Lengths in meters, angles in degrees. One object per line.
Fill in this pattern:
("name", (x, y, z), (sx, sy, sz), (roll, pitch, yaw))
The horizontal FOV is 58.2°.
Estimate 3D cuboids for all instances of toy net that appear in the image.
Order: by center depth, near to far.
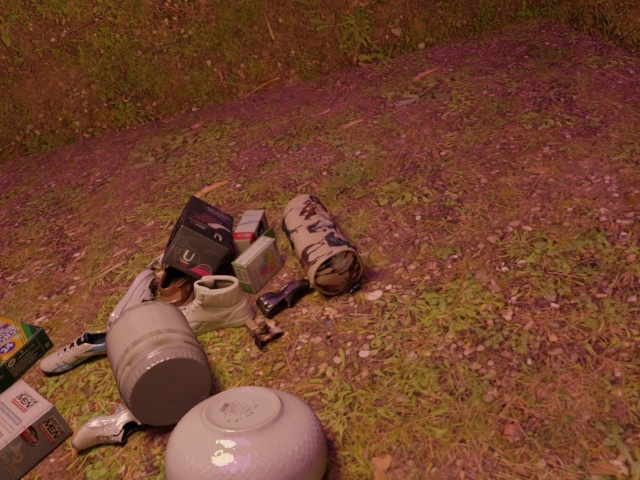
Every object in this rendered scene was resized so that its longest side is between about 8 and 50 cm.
("toy net", (-0.496, 0.034, 1.999), (0.232, 0.045, 0.122), (-39, 6, -16))

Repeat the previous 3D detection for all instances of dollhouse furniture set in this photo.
("dollhouse furniture set", (-0.156, 0.226, 1.593), (0.081, 0.091, 0.114), (-13, 27, -26))

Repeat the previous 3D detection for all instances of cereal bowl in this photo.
("cereal bowl", (-0.154, 0.403, 1.180), (0.338, 0.141, 0.339), (-3, 18, 1))

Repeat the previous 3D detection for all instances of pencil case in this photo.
("pencil case", (0.000, 0.000, 1.781), (0.183, 0.160, 0.410), (-12, 33, -14))

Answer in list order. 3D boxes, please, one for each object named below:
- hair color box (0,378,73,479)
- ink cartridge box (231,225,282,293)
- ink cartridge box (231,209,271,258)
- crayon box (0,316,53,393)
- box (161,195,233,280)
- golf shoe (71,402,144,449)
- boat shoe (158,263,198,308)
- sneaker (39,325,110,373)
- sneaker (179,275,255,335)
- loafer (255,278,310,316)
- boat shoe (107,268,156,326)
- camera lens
("hair color box", (-0.816, 0.525, 1.372), (0.185, 0.114, 0.374), (16, 45, 38))
("ink cartridge box", (-0.180, 0.059, 1.810), (0.062, 0.109, 0.209), (11, 41, 33))
("ink cartridge box", (-0.225, -0.003, 1.900), (0.072, 0.128, 0.175), (-2, 36, 15))
("crayon box", (-1.010, 0.335, 1.754), (0.322, 0.083, 0.203), (5, 38, 28))
("box", (-0.382, -0.007, 1.818), (0.143, 0.165, 0.270), (-57, 17, 17))
("golf shoe", (-0.511, 0.462, 1.392), (0.176, 0.069, 0.086), (-29, 42, -19))
("boat shoe", (-0.439, 0.097, 1.847), (0.123, 0.117, 0.324), (-11, 34, 6))
("sneaker", (-0.699, 0.311, 1.665), (0.237, 0.086, 0.085), (-22, 36, -8))
("sneaker", (-0.352, 0.181, 1.646), (0.292, 0.169, 0.108), (-14, 35, 4))
("loafer", (-0.100, 0.168, 1.676), (0.170, 0.062, 0.061), (-27, 57, -11))
("boat shoe", (-0.566, 0.194, 1.798), (0.084, 0.095, 0.258), (20, 42, 1))
("camera lens", (-0.410, 0.298, 1.447), (0.219, 0.220, 0.274), (-26, 35, -17))
